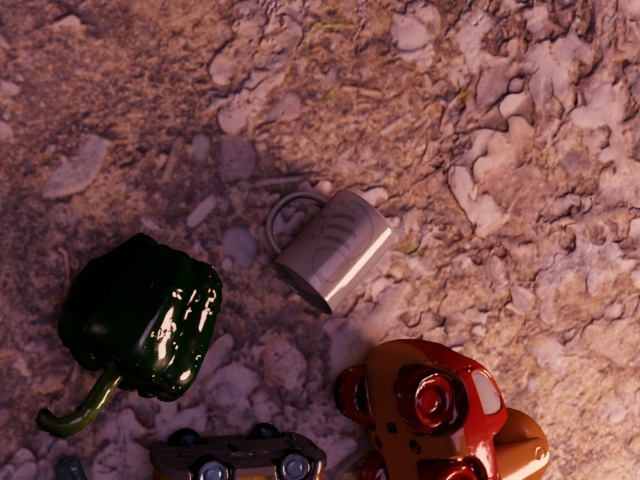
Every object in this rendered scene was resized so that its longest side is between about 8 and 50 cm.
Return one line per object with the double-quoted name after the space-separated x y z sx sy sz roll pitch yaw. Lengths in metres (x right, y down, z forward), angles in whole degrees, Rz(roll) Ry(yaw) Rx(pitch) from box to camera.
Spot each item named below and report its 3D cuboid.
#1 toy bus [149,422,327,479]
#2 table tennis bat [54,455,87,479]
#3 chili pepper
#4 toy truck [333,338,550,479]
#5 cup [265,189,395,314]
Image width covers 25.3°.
-0.104 0.305 1.730 0.209 0.126 0.136 0 101 -23 "toy bus"
-0.263 0.348 1.713 0.124 0.033 0.201 -30 106 -21 "table tennis bat"
-0.223 0.122 1.653 0.165 0.174 0.261 35 77 -46 "chili pepper"
0.171 0.235 1.813 0.239 0.189 0.265 -20 99 -31 "toy truck"
0.005 0.002 1.773 0.133 0.099 0.136 -48 109 -13 "cup"
